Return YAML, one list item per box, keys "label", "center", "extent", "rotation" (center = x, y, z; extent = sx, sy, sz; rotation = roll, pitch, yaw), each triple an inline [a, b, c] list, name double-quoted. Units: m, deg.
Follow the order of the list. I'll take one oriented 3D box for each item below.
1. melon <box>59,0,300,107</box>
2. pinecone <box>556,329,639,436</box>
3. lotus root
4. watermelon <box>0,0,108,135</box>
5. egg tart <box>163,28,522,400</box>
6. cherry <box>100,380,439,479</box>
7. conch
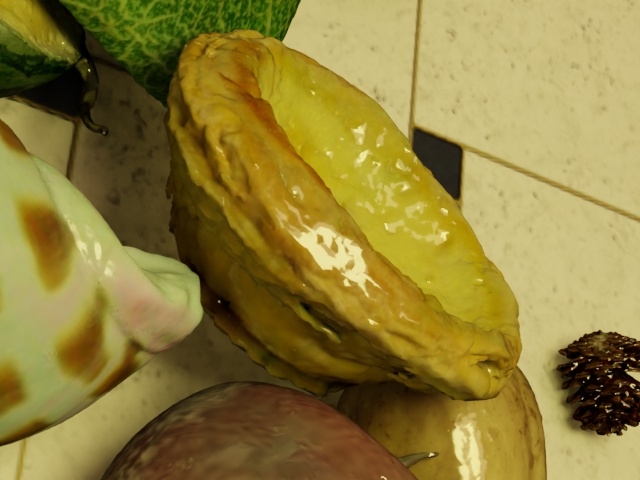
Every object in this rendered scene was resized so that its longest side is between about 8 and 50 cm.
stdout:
- label: "melon"
  center: [-0.141, -0.263, 1.039]
  extent: [0.343, 0.226, 0.331]
  rotation: [18, 88, -70]
- label: "pinecone"
  center: [0.223, 0.111, 1.288]
  extent: [0.077, 0.077, 0.083]
  rotation: [6, 82, -34]
- label: "lotus root"
  center: [0.088, 0.159, 1.130]
  extent: [0.154, 0.140, 0.257]
  rotation: [8, 72, -68]
- label: "watermelon"
  center: [-0.245, -0.162, 1.017]
  extent: [0.232, 0.127, 0.204]
  rotation: [49, 11, -34]
- label: "egg tart"
  center: [0.000, 0.000, 1.025]
  extent: [0.294, 0.123, 0.294]
  rotation: [43, 19, -18]
- label: "cherry"
  center: [-0.030, 0.200, 0.978]
  extent: [0.285, 0.213, 0.236]
  rotation: [-35, 51, -26]
- label: "conch"
  center: [-0.260, 0.005, 0.910]
  extent: [0.368, 0.249, 0.197]
  rotation: [28, 61, 7]
